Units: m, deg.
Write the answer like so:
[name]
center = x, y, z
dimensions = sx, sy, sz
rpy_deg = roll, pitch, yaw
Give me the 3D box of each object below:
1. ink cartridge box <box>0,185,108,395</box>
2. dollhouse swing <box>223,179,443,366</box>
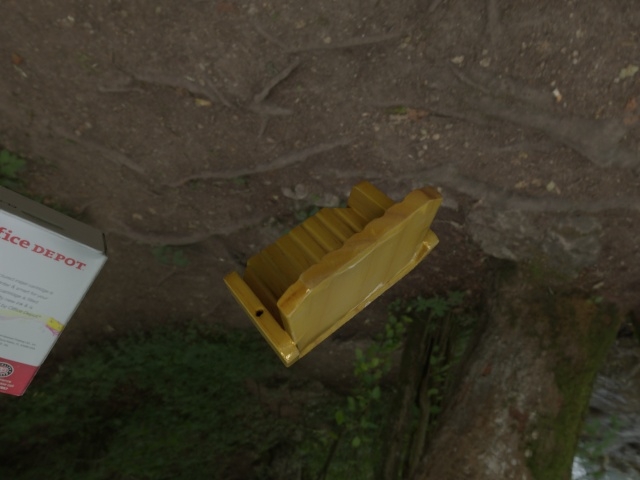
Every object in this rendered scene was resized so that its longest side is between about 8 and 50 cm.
[ink cartridge box]
center = -0.311, 0.047, 0.456
dimensions = 0.127, 0.175, 0.072
rpy_deg = 31, -175, -33
[dollhouse swing]
center = 0.000, 0.000, 0.823
dimensions = 0.315, 0.347, 0.305
rpy_deg = 44, 163, 34
